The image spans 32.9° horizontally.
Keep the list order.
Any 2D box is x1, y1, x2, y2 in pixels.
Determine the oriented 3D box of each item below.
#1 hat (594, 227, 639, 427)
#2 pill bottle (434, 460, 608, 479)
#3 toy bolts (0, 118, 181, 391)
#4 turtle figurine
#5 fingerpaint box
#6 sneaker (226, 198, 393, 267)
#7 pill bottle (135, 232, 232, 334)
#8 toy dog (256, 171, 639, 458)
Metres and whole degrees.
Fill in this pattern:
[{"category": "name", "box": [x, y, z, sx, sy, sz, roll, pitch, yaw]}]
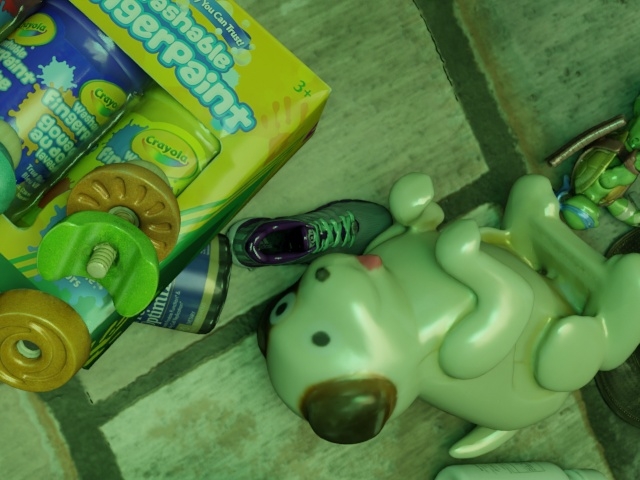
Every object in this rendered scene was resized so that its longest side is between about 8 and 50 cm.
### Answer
[{"category": "hat", "box": [0.547, 0.124, 1.552, 0.331, 0.134, 0.331, -2, 94, -23]}, {"category": "pill bottle", "box": [0.274, 0.363, 1.458, 0.229, 0.131, 0.131, 2, 93, -22]}, {"category": "toy bolts", "box": [-0.257, -0.008, 0.965, 0.228, 0.158, 0.218, 30, 121, -12]}, {"category": "turtle figurine", "box": [0.466, -0.097, 1.471, 0.266, 0.274, 0.198, -61, 142, -13]}, {"category": "fingerpaint box", "box": [-0.278, -0.155, 1.112, 0.445, 0.163, 0.371, 43, 77, 2]}, {"category": "sneaker", "box": [0.000, 0.000, 1.341, 0.223, 0.098, 0.083, -12, 98, -21]}, {"category": "pill bottle", "box": [-0.221, 0.030, 1.239, 0.219, 0.123, 0.123, 12, 89, -17]}, {"category": "toy dog", "box": [0.124, 0.104, 1.324, 0.407, 0.285, 0.395, -4, 132, -28]}]
